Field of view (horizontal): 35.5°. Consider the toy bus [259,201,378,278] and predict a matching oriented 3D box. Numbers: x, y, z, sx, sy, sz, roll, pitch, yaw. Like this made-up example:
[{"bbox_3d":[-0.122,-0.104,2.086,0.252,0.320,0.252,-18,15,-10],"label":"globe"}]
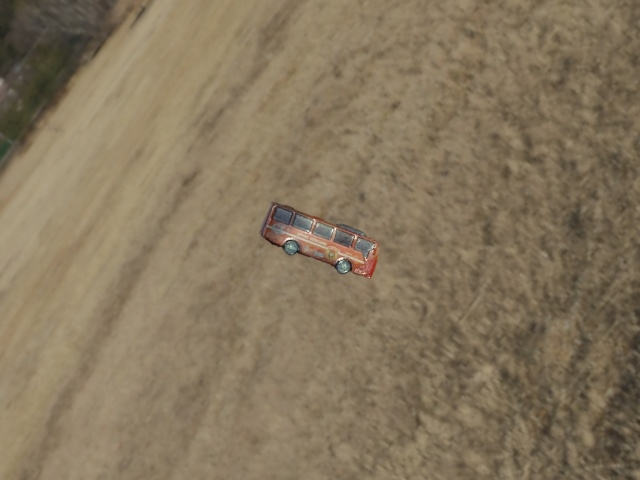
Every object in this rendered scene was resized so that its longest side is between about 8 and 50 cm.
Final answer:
[{"bbox_3d":[0.000,0.000,0.909,0.031,0.110,0.043,-147,77,-82],"label":"toy bus"}]
